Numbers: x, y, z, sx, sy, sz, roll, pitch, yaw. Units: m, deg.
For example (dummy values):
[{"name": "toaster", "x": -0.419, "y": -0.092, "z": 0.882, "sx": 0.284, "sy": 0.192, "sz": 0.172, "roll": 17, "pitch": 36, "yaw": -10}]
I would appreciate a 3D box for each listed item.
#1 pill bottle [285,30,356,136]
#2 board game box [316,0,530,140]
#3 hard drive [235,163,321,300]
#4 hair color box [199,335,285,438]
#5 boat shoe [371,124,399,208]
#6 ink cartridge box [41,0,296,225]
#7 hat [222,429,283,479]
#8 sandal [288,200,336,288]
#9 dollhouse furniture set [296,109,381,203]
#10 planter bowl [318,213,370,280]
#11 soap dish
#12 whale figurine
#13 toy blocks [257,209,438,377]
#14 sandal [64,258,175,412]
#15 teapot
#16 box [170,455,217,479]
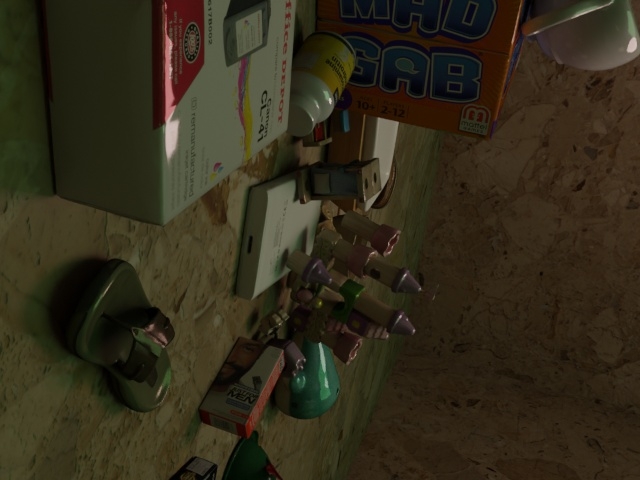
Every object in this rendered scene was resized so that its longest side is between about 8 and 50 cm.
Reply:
[{"name": "pill bottle", "x": -0.013, "y": -0.266, "z": 1.165, "sx": 0.103, "sy": 0.103, "sz": 0.184, "roll": 85, "pitch": 25, "yaw": -52}, {"name": "board game box", "x": 0.220, "y": -0.466, "z": 1.325, "sx": 0.356, "sy": 0.356, "sz": 0.357, "roll": -60, "pitch": 159, "yaw": -46}, {"name": "hard drive", "x": -0.069, "y": -0.027, "z": 1.314, "sx": 0.307, "sy": 0.040, "sz": 0.203, "roll": -37, "pitch": 139, "yaw": -67}, {"name": "hair color box", "x": -0.139, "y": 0.264, "z": 1.242, "sx": 0.053, "sy": 0.093, "sz": 0.167, "roll": 90, "pitch": 20, "yaw": -45}, {"name": "boat shoe", "x": 0.143, "y": -0.234, "z": 1.790, "sx": 0.104, "sy": 0.110, "sz": 0.308, "roll": -14, "pitch": 109, "yaw": -69}, {"name": "ink cartridge box", "x": -0.141, "y": -0.184, "z": 0.730, "sx": 0.306, "sy": 0.131, "sz": 0.226, "roll": -50, "pitch": 151, "yaw": -55}, {"name": "hat", "x": -0.099, "y": 0.523, "z": 1.461, "sx": 0.208, "sy": 0.183, "sz": 0.173, "roll": -26, "pitch": 129, "yaw": -71}, {"name": "sandal", "x": 0.001, "y": 0.001, "z": 1.523, "sx": 0.088, "sy": 0.079, "sz": 0.240, "roll": 44, "pitch": 62, "yaw": -73}, {"name": "dollhouse furniture set", "x": 0.030, "y": -0.170, "z": 1.282, "sx": 0.129, "sy": 0.129, "sz": 0.184, "roll": -39, "pitch": 126, "yaw": -66}, {"name": "planter bowl", "x": 0.043, "y": 0.008, "z": 1.624, "sx": 0.162, "sy": 0.109, "sz": 0.162, "roll": 15, "pitch": 90, "yaw": -75}, {"name": "soap dish", "x": 0.097, "y": -0.233, "z": 1.572, "sx": 0.229, "sy": 0.118, "sz": 0.291, "roll": -55, "pitch": 155, "yaw": -53}, {"name": "whale figurine", "x": -0.016, "y": 0.297, "z": 1.628, "sx": 0.216, "sy": 0.141, "sz": 0.272, "roll": -34, "pitch": 136, "yaw": -67}, {"name": "toy blocks", "x": 0.070, "y": 0.145, "z": 1.392, "sx": 0.309, "sy": 0.260, "sz": 0.289, "roll": -35, "pitch": 150, "yaw": -53}, {"name": "sandal", "x": -0.217, "y": 0.124, "z": 0.834, "sx": 0.303, "sy": 0.086, "sz": 0.120, "roll": 81, "pitch": 28, "yaw": -57}, {"name": "teapot", "x": 0.466, "y": -0.414, "z": 1.252, "sx": 0.256, "sy": 0.187, "sz": 0.253, "roll": 41, "pitch": 42, "yaw": -45}, {"name": "box", "x": -0.249, "y": 0.508, "z": 1.161, "sx": 0.175, "sy": 0.051, "sz": 0.221, "roll": -31, "pitch": 134, "yaw": -69}]
